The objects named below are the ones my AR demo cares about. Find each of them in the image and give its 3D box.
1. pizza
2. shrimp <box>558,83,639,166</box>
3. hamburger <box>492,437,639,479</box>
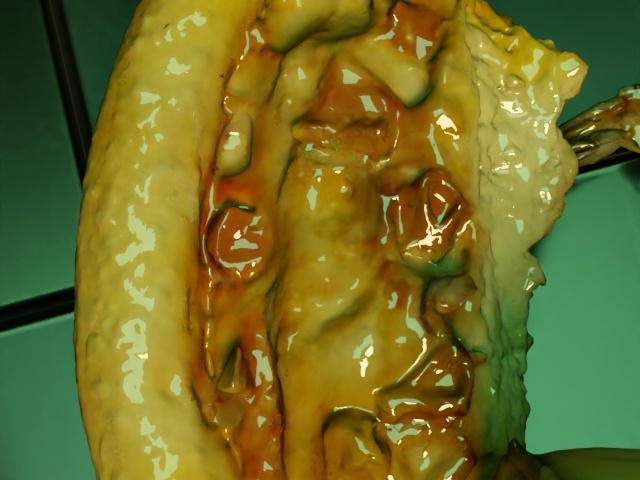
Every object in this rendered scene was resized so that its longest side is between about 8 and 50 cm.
[{"bbox_3d":[0.000,0.000,0.460,0.182,0.074,0.365,3,76,15],"label":"pizza"},{"bbox_3d":[0.119,0.025,0.468,0.148,0.035,0.195,29,78,10],"label":"shrimp"},{"bbox_3d":[0.130,0.203,0.317,0.187,0.261,0.302,5,94,0],"label":"hamburger"}]
